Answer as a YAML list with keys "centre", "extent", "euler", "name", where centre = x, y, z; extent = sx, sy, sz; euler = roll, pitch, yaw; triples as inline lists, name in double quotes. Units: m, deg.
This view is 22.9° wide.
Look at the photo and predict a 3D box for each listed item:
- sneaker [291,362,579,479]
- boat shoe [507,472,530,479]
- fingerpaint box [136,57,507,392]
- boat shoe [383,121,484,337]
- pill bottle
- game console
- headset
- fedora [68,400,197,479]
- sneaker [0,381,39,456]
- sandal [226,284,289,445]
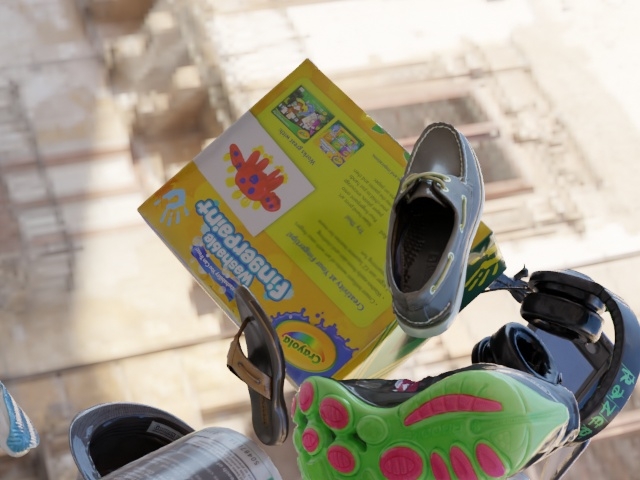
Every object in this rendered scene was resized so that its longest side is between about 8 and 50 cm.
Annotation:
- centre: [0.135, 0.252, 2.035]
  extent: [0.482, 0.202, 0.185]
  euler: [-6, -95, 51]
  name: "sneaker"
- centre: [0.198, 0.349, 2.164]
  extent: [0.076, 0.226, 0.083]
  euler: [163, -73, -68]
  name: "boat shoe"
- centre: [0.000, 0.000, 2.445]
  extent: [0.445, 0.371, 0.163]
  euler: [45, -6, 28]
  name: "fingerpaint box"
- centre: [0.141, -0.030, 1.992]
  extent: [0.091, 0.109, 0.305]
  euler: [63, 31, -54]
  name: "boat shoe"
- centre: [-0.219, 0.377, 1.927]
  extent: [0.204, 0.361, 0.204]
  euler: [13, -68, 36]
  name: "pill bottle"
- centre: [0.382, 0.266, 2.674]
  extent: [0.250, 0.173, 0.293]
  euler: [51, -29, 19]
  name: "game console"
- centre: [0.344, 0.150, 2.349]
  extent: [0.243, 0.185, 0.394]
  euler: [-53, -144, 12]
  name: "headset"
- centre: [-0.280, 0.364, 2.361]
  extent: [0.244, 0.275, 0.124]
  euler: [50, -58, 21]
  name: "fedora"
- centre: [-0.432, 0.228, 2.030]
  extent: [0.228, 0.092, 0.087]
  euler: [31, -26, 58]
  name: "sneaker"
- centre: [-0.086, 0.162, 1.957]
  extent: [0.090, 0.060, 0.219]
  euler: [38, -42, 52]
  name: "sandal"
